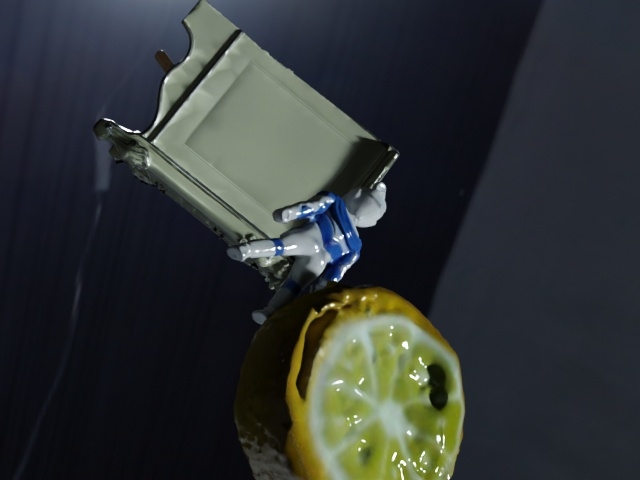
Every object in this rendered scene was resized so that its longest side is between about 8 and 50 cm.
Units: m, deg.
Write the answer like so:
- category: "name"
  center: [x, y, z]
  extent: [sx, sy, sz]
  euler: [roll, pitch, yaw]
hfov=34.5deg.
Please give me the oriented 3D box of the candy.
- category: "candy"
  center: [0.035, 0.171, 1.045]
  extent: [0.259, 0.260, 0.118]
  euler: [2, -17, -38]

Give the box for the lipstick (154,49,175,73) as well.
- category: "lipstick"
  center: [-0.210, -0.240, 1.441]
  extent: [0.019, 0.019, 0.094]
  euler: [5, 30, -33]

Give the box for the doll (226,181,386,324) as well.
- category: "doll"
  center: [0.000, 0.000, 1.128]
  extent: [0.227, 0.114, 0.057]
  euler: [-34, 18, -33]

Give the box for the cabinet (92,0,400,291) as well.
- category: "cabinet"
  center: [-0.108, -0.111, 1.382]
  extent: [0.318, 0.227, 0.290]
  euler: [38, -5, -6]
